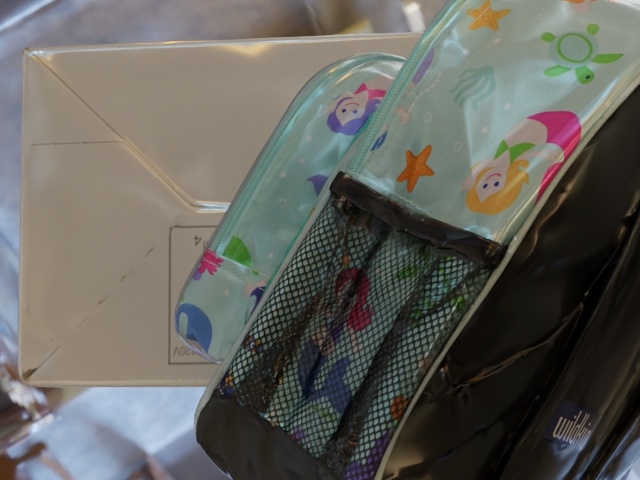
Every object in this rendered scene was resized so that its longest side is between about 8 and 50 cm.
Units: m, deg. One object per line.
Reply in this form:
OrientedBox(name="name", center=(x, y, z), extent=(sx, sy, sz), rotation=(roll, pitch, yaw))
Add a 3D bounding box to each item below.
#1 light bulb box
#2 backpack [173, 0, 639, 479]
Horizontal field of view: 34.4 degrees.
OrientedBox(name="light bulb box", center=(0.000, 0.000, 0.803), extent=(0.361, 0.358, 0.225), rotation=(54, 36, -81))
OrientedBox(name="backpack", center=(0.078, 0.012, 0.461), extent=(0.191, 0.253, 0.225), rotation=(37, 7, 36))
